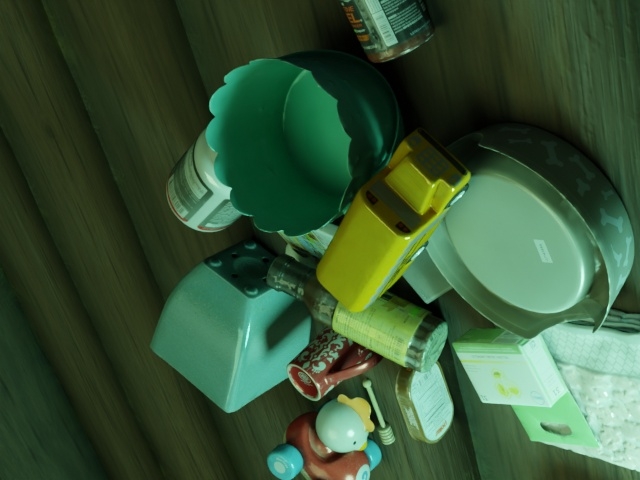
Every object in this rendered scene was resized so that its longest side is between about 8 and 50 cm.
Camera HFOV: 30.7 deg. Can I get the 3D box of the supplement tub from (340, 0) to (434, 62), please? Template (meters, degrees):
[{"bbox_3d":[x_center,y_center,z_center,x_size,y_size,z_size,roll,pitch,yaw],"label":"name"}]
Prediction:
[{"bbox_3d":[0.074,-0.353,1.611,0.106,0.106,0.197,0,123,54],"label":"supplement tub"}]

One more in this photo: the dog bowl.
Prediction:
[{"bbox_3d":[0.296,-0.016,1.689,0.349,0.102,0.348,35,148,26],"label":"dog bowl"}]

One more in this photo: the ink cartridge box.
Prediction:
[{"bbox_3d":[0.332,0.251,1.895,0.171,0.056,0.235,-7,115,58],"label":"ink cartridge box"}]

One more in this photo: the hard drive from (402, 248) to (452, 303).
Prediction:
[{"bbox_3d":[0.188,0.050,1.995,0.094,0.022,0.135,50,151,1],"label":"hard drive"}]

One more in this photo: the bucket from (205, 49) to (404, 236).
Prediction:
[{"bbox_3d":[-0.016,-0.158,1.795,0.281,0.183,0.281,12,111,32],"label":"bucket"}]

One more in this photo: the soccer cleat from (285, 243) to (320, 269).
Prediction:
[{"bbox_3d":[0.005,0.060,2.223,0.196,0.068,0.076,38,146,27],"label":"soccer cleat"}]

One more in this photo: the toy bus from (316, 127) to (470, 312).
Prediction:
[{"bbox_3d":[0.100,-0.024,1.715,0.108,0.130,0.332,46,151,10],"label":"toy bus"}]

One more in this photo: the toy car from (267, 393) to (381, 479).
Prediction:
[{"bbox_3d":[0.049,0.421,2.459,0.210,0.219,0.238,46,132,8],"label":"toy car"}]

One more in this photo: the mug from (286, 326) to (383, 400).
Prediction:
[{"bbox_3d":[0.030,0.221,2.262,0.113,0.169,0.150,53,151,-4],"label":"mug"}]

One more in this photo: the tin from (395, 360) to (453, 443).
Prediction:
[{"bbox_3d":[0.196,0.298,2.182,0.040,0.106,0.189,16,137,45],"label":"tin"}]

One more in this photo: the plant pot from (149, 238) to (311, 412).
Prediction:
[{"bbox_3d":[-0.168,0.147,2.395,0.248,0.247,0.252,36,131,25],"label":"plant pot"}]

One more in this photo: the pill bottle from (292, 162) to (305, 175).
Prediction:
[{"bbox_3d":[-0.022,-0.102,2.029,0.094,0.094,0.169,30,156,33],"label":"pill bottle"}]

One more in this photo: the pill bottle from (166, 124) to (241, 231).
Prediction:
[{"bbox_3d":[-0.171,-0.131,2.148,0.161,0.161,0.283,51,151,-1],"label":"pill bottle"}]

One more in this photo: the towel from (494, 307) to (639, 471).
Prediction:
[{"bbox_3d":[0.427,0.231,1.842,0.332,0.053,0.317,10,132,51],"label":"towel"}]

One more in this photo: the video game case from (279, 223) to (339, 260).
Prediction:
[{"bbox_3d":[0.000,0.000,2.079,0.206,0.026,0.227,24,168,26],"label":"video game case"}]

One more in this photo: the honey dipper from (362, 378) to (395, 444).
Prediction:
[{"bbox_3d":[0.120,0.356,2.439,0.030,0.030,0.160,13,130,48],"label":"honey dipper"}]

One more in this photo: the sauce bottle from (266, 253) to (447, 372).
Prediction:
[{"bbox_3d":[0.060,0.122,2.117,0.344,0.111,0.111,26,144,20],"label":"sauce bottle"}]
